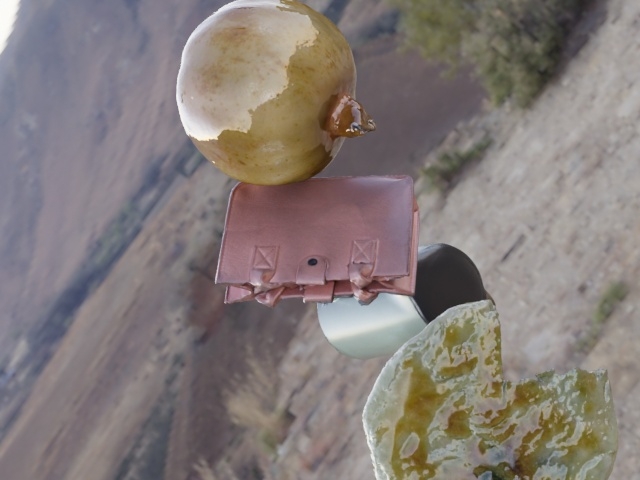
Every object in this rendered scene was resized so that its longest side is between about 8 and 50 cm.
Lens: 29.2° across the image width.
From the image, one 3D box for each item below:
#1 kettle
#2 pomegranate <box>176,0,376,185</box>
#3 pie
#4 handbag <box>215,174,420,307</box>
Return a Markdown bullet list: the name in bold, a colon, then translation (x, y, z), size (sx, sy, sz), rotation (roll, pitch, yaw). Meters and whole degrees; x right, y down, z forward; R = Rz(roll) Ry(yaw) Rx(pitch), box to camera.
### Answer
- **kettle**: translation (0.107, 0.088, 1.923), size (0.255, 0.240, 0.165), rotation (-16, 58, 55)
- **pomegranate**: translation (-0.055, -0.161, 1.324), size (0.207, 0.207, 0.207), rotation (-49, 13, 15)
- **pie**: translation (0.218, 0.250, 1.594), size (0.337, 0.337, 0.075), rotation (-53, 0, 0)
- **handbag**: translation (0.000, 0.000, 1.348), size (0.059, 0.212, 0.157), rotation (75, -162, -47)
